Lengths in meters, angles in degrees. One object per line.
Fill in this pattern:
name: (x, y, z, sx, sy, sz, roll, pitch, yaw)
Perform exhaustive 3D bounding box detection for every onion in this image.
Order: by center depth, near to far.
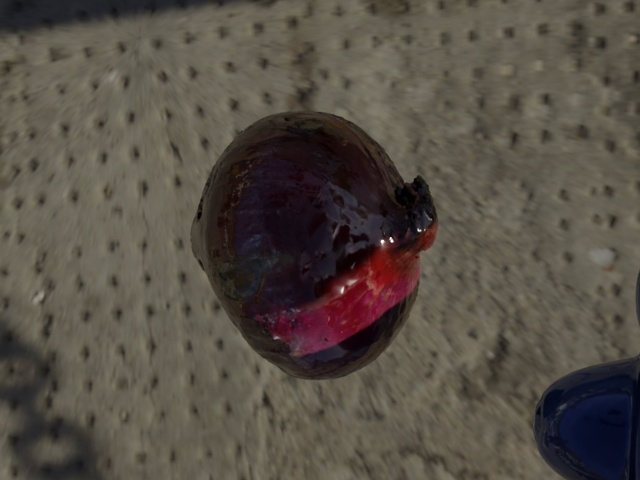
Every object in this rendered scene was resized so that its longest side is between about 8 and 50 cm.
onion: (0.000, 0.000, 0.711, 0.097, 0.107, 0.107, -19, 99, 25)

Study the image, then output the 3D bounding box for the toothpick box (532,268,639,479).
toothpick box: (0.259, 0.098, 0.660, 0.355, 0.263, 0.263, -9, 97, 1)
